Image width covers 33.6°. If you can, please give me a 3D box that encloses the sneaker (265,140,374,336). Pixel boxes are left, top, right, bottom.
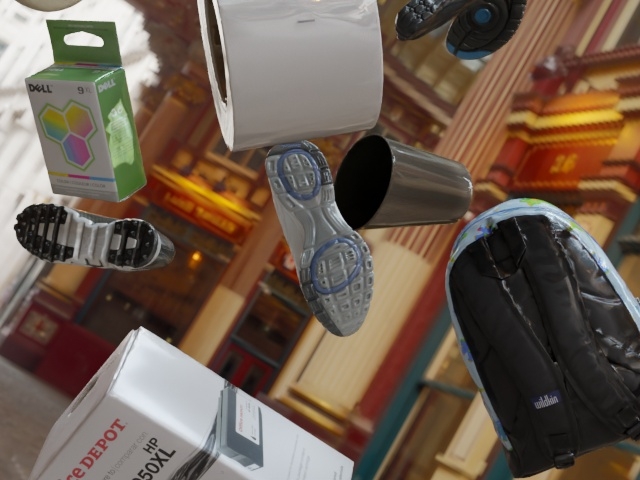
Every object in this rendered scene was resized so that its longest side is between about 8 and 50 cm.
[{"bbox_3d":[0.000,0.000,1.562,0.129,0.111,0.297,111,-37,-76],"label":"sneaker"}]

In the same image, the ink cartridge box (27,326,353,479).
[{"bbox_3d":[-0.196,0.356,1.559,0.395,0.285,0.166,34,29,-12],"label":"ink cartridge box"}]

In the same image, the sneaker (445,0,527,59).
[{"bbox_3d":[0.389,-0.532,2.257,0.125,0.341,0.139,29,31,-15],"label":"sneaker"}]

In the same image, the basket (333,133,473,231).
[{"bbox_3d":[0.166,-0.099,2.030,0.227,0.204,0.154,5,44,-36],"label":"basket"}]

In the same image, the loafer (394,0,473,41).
[{"bbox_3d":[0.231,-0.457,2.048,0.076,0.223,0.078,50,-19,12],"label":"loafer"}]

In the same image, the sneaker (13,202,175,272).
[{"bbox_3d":[-0.293,0.003,1.399,0.234,0.078,0.106,8,-8,24],"label":"sneaker"}]

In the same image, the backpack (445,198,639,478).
[{"bbox_3d":[0.323,0.115,1.545,0.355,0.290,0.273,55,19,-16],"label":"backpack"}]

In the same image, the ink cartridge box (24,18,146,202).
[{"bbox_3d":[-0.287,-0.156,1.280,0.109,0.062,0.209,8,-61,28],"label":"ink cartridge box"}]

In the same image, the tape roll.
[{"bbox_3d":[-0.040,-0.233,1.208,0.169,0.246,0.246,-10,-4,-10],"label":"tape roll"}]

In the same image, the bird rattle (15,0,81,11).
[{"bbox_3d":[-0.338,-0.380,1.297,0.143,0.253,0.206,14,-54,31],"label":"bird rattle"}]
